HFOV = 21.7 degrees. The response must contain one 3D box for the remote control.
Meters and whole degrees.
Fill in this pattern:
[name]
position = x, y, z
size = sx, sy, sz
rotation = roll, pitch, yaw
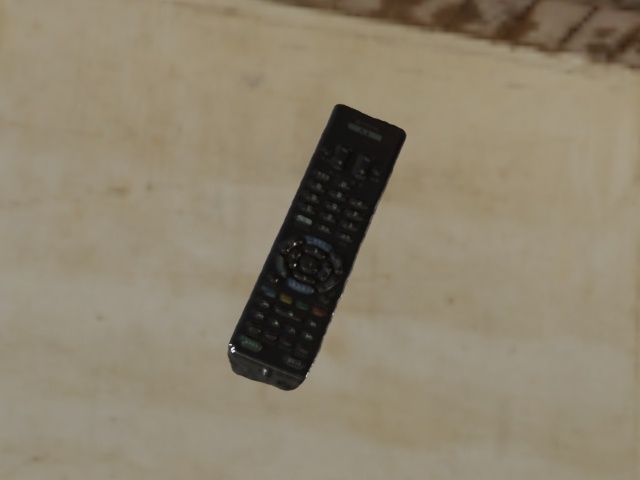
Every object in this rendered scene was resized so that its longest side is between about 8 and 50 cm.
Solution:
[remote control]
position = 0.000, 0.000, 1.206
size = 0.063, 0.245, 0.025
rotation = 21, 145, 5
